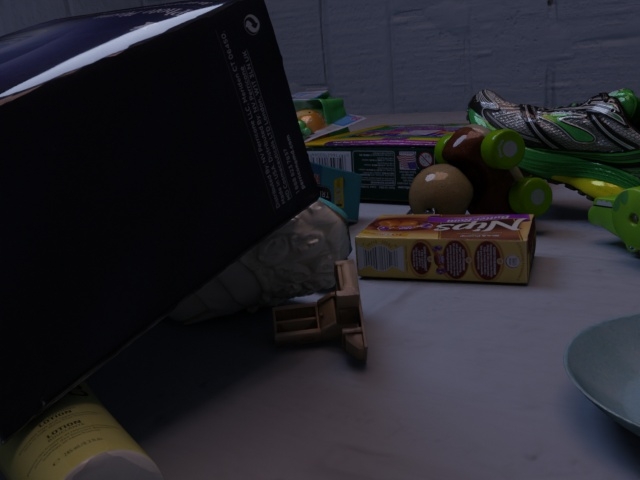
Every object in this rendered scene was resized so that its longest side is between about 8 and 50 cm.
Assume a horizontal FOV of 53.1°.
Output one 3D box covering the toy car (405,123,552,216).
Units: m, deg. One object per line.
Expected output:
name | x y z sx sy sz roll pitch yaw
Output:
toy car | 0.178 -0.051 0.864 0.188 0.149 0.155 -37 15 -10

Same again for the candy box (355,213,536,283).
candy box | 0.145 0.006 0.731 0.187 0.053 0.109 0 16 23

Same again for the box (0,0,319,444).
box | -0.215 -0.052 0.485 0.296 0.182 0.294 10 39 39

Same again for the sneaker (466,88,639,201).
sneaker | 0.360 -0.147 0.878 0.344 0.146 0.134 29 27 33

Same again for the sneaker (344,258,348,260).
sneaker | 0.000 0.000 0.755 0.065 0.076 0.166 -7 15 -3

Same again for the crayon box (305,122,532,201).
crayon box | 0.199 -0.152 1.190 0.363 0.106 0.313 6 18 34

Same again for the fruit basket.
fruit basket | -0.107 -0.302 1.742 0.353 0.165 0.327 -22 22 -38

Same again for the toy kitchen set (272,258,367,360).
toy kitchen set | -0.002 0.069 0.532 0.075 0.083 0.068 -6 57 -3

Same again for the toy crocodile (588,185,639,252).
toy crocodile | 0.401 -0.005 0.623 0.115 0.105 0.340 -11 12 -19

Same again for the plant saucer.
plant saucer | 0.254 0.095 0.396 0.195 0.037 0.195 -6 15 1

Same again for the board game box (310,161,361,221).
board game box | -0.134 -0.076 0.904 0.254 0.079 0.336 4 1 32

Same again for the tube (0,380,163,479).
tube | -0.175 0.122 0.411 0.070 0.062 0.240 27 -10 -34

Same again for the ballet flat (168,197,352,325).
ballet flat | -0.155 0.027 0.675 0.409 0.146 0.147 3 17 37
